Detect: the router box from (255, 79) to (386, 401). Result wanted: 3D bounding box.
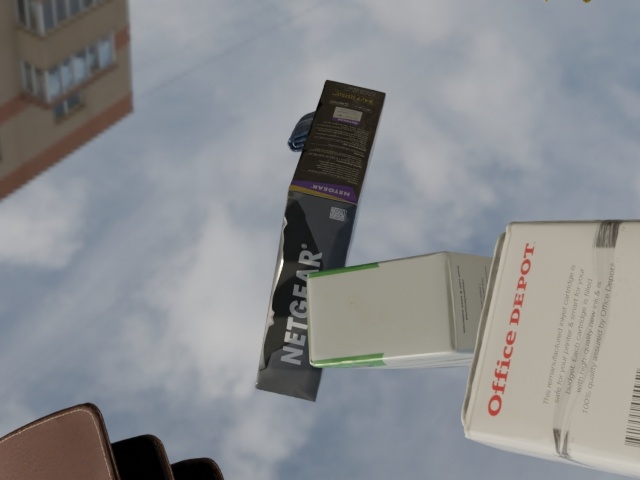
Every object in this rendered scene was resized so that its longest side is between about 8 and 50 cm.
[{"bbox_3d":[0.000,0.000,1.457,0.081,0.308,0.243,13,-141,2],"label":"router box"}]

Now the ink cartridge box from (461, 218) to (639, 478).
[{"bbox_3d":[0.206,0.072,0.776,0.092,0.158,0.218,20,169,-36],"label":"ink cartridge box"}]

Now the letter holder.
[{"bbox_3d":[-0.257,0.301,1.309,0.152,0.302,0.214,-3,-112,-52],"label":"letter holder"}]

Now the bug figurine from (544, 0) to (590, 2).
[{"bbox_3d":[0.215,-0.379,1.259,0.072,0.216,0.279,-29,-143,24],"label":"bug figurine"}]

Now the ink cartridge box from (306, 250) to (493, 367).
[{"bbox_3d":[0.110,0.067,1.078,0.153,0.086,0.208,-11,168,37],"label":"ink cartridge box"}]

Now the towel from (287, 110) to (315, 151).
[{"bbox_3d":[-0.008,-0.159,1.693,0.067,0.029,0.119,-17,-161,15],"label":"towel"}]
